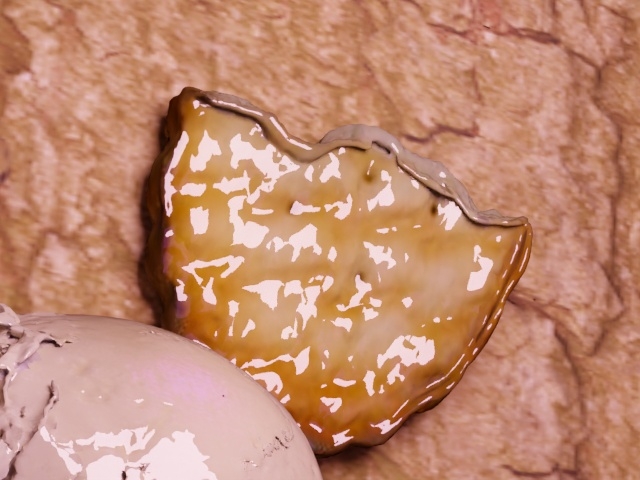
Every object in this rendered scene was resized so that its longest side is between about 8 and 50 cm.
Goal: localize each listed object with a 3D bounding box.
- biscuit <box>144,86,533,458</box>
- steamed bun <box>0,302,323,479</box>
[{"bbox_3d":[0.000,0.000,1.316,0.329,0.078,0.335,-38,95,-24],"label":"biscuit"},{"bbox_3d":[-0.138,0.177,1.059,0.312,0.233,0.334,11,39,-19],"label":"steamed bun"}]
